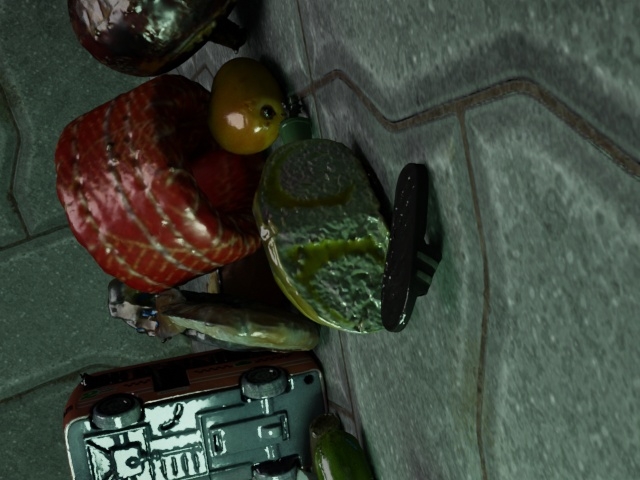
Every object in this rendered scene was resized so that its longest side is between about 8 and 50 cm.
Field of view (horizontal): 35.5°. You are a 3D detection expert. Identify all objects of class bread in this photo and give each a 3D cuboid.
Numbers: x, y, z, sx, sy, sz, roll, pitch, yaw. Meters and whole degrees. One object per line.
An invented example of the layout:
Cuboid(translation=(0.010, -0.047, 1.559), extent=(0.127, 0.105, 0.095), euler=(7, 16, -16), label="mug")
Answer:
Cuboid(translation=(-0.149, 0.093, 1.911), extent=(0.244, 0.123, 0.190), euler=(-173, 75, -75), label="bread")
Cuboid(translation=(0.003, 0.013, 1.216), extent=(0.156, 0.158, 0.260), euler=(89, 165, -45), label="bread")

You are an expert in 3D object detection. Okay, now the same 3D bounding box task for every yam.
Cuboid(translation=(0.009, 0.344, 1.627), extent=(0.054, 0.054, 0.132), euler=(-123, 25, -56), label="yam")

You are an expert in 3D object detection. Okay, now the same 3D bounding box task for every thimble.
Cuboid(translation=(-0.252, -0.095, 1.649), extent=(0.350, 0.231, 0.350), euler=(48, -154, -33), label="thimble")

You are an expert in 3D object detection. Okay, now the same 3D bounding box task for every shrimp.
Cuboid(translation=(-0.200, 0.133, 1.683), extent=(0.446, 0.221, 0.109), euler=(5, 86, 38), label="shrimp")

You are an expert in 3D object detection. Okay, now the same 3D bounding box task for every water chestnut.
Cuboid(translation=(-0.242, -0.417, 1.677), extent=(0.302, 0.350, 0.350), euler=(40, -177, -25), label="water chestnut")

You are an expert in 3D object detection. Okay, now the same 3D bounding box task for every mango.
Cuboid(translation=(-0.125, -0.218, 1.596), extent=(0.138, 0.113, 0.253), euler=(-64, 25, 20), label="mango")

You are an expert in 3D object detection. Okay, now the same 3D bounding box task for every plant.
Cuboid(translation=(-0.038, -0.172, 1.447), extent=(0.051, 0.051, 0.102), euler=(105, 157, -59), label="plant")

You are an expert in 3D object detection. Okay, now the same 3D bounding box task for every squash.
Cuboid(translation=(0.056, 0.434, 1.436), extent=(0.087, 0.087, 0.331), euler=(130, 131, -72), label="squash")

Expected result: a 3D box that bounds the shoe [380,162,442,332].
Cuboid(translation=(0.104, 0.009, 1.047), extent=(0.071, 0.049, 0.179), euler=(165, 113, -70), label="shoe")

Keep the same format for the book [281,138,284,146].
Cuboid(translation=(-0.024, -0.031, 1.543), extent=(0.162, 0.022, 0.231), euler=(-125, 28, -55), label="book")

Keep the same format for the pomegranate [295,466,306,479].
Cuboid(translation=(-0.067, 0.501, 1.887), extent=(0.143, 0.122, 0.169), euler=(-31, 65, 44), label="pomegranate")

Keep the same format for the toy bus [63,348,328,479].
Cuboid(translation=(-0.211, 0.301, 1.695), extent=(0.233, 0.427, 0.203), euler=(-129, 32, -68), label="toy bus")

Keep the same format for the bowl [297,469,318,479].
Cuboid(translation=(0.028, 0.442, 1.554), extent=(0.189, 0.086, 0.188), euler=(170, 90, -78), label="bowl")
